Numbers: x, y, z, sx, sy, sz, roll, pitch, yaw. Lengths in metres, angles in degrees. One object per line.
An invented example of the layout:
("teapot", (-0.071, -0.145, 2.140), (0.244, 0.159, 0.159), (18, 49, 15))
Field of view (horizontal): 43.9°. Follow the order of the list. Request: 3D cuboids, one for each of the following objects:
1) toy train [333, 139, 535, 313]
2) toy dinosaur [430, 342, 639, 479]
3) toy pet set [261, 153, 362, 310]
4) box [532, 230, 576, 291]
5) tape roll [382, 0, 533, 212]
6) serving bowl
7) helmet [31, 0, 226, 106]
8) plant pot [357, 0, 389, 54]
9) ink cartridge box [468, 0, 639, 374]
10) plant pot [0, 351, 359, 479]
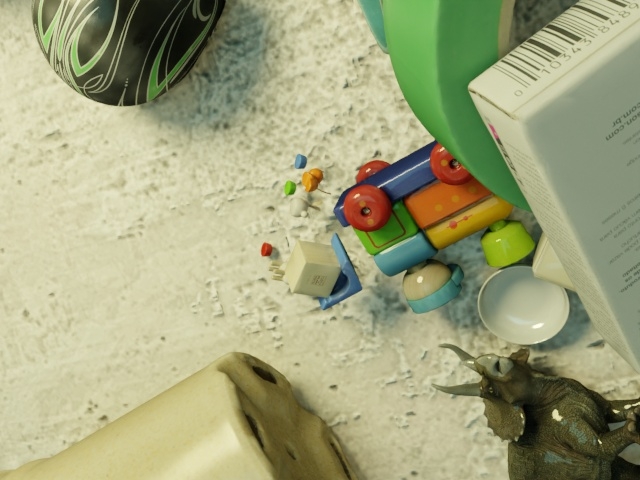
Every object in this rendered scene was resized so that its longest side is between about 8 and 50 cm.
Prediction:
("toy train", (0.149, -0.041, 0.710), (0.248, 0.105, 0.143), (-28, 103, 19))
("toy dinosaur", (0.236, 0.211, 0.744), (0.160, 0.121, 0.314), (-9, 111, 34))
("toy pet set", (0.000, 0.000, 0.767), (0.065, 0.114, 0.122), (9, 124, -23))
("box", (0.329, 0.024, 0.671), (0.275, 0.094, 0.113), (24, 106, 10))
("tape roll", (0.200, -0.169, 0.513), (0.321, 0.077, 0.321), (-12, 127, -16))
("serving bowl", (0.191, 0.056, 0.748), (0.083, 0.027, 0.083), (7, 117, 14))
("helmet", (-0.185, -0.207, 0.740), (0.169, 0.169, 0.161), (40, 92, 5))
("plant pot", (0.120, -0.312, 0.581), (0.255, 0.271, 0.272), (-21, 96, 5))
("ink cartridge box", (0.301, -0.069, 0.524), (0.324, 0.071, 0.330), (-37, 126, 2))
("plant pot", (-0.134, 0.280, 0.762), (0.305, 0.334, 0.334), (-39, 89, 9))
